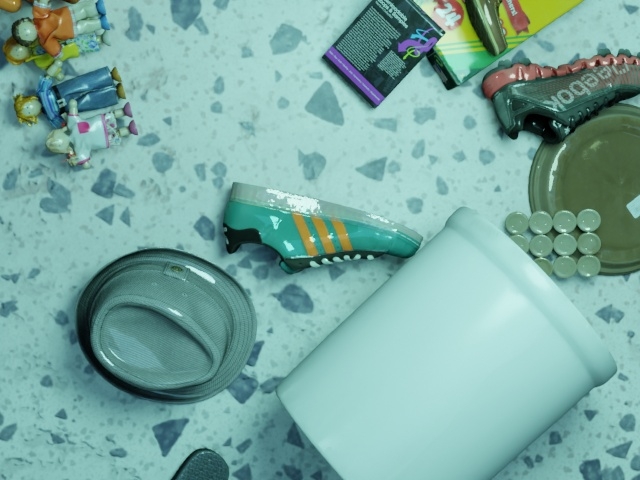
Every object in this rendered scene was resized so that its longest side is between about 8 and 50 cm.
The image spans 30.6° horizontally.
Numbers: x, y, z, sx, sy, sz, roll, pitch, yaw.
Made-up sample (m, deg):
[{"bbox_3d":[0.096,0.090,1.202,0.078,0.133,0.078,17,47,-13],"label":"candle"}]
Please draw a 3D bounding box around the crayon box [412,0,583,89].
[{"bbox_3d":[0.279,-0.405,1.809,0.318,0.081,0.202,-35,94,-5],"label":"crayon box"}]

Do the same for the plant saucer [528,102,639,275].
[{"bbox_3d":[0.469,-0.082,1.858,0.277,0.041,0.278,0,91,-7],"label":"plant saucer"}]

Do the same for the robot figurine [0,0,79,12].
[{"bbox_3d":[-0.442,-0.428,1.707,0.219,0.128,0.158,26,126,-6],"label":"robot figurine"}]

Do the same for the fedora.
[{"bbox_3d":[-0.230,0.141,1.722,0.275,0.124,0.244,28,101,-10],"label":"fedora"}]

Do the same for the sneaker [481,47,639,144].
[{"bbox_3d":[0.393,-0.217,1.805,0.276,0.097,0.135,-7,72,-4],"label":"sneaker"}]

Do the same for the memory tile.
[{"bbox_3d":[0.364,0.007,1.830,0.148,0.012,0.113,-2,105,11],"label":"memory tile"}]

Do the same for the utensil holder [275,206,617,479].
[{"bbox_3d":[0.174,0.198,1.695,0.385,0.327,0.327,-42,95,-1],"label":"utensil holder"}]

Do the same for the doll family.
[{"bbox_3d":[-0.382,-0.241,1.738,0.163,0.118,0.263,-17,111,-12],"label":"doll family"}]

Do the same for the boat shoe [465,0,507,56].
[{"bbox_3d":[0.245,-0.363,1.732,0.060,0.064,0.178,-21,91,-3],"label":"boat shoe"}]

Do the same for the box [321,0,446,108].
[{"bbox_3d":[0.096,-0.296,1.774,0.116,0.029,0.162,45,119,0],"label":"box"}]

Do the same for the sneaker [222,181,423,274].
[{"bbox_3d":[0.000,0.000,1.779,0.302,0.108,0.121,13,91,2],"label":"sneaker"}]

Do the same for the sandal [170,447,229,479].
[{"bbox_3d":[-0.239,0.427,1.790,0.254,0.054,0.097,-43,102,-13],"label":"sandal"}]
